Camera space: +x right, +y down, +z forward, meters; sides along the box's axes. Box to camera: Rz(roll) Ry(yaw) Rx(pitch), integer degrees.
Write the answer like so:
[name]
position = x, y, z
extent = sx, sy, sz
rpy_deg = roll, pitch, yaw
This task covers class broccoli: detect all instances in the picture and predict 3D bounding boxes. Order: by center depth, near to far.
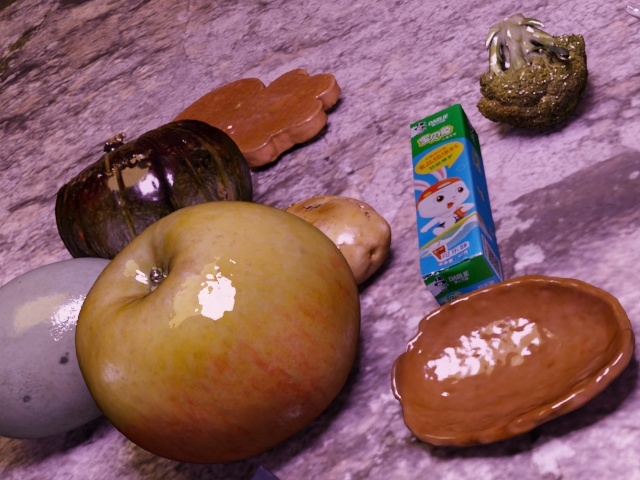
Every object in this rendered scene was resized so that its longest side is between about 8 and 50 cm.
[broccoli]
position = 0.217, -0.173, 1.106
extent = 0.130, 0.120, 0.131
rpy_deg = -28, -3, 38

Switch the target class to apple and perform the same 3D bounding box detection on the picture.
[apple]
position = -0.093, 0.081, 0.977
extent = 0.261, 0.194, 0.260
rpy_deg = -26, 38, 22

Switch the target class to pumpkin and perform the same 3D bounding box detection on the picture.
[pumpkin]
position = -0.192, -0.052, 1.235
extent = 0.238, 0.159, 0.238
rpy_deg = -21, 15, 6

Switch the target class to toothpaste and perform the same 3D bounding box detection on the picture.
[toothpaste]
position = 0.130, -0.040, 1.071
extent = 0.065, 0.050, 0.266
rpy_deg = -24, 33, 19

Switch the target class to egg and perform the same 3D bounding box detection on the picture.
[egg]
position = -0.272, 0.111, 1.117
extent = 0.237, 0.169, 0.169
rpy_deg = -27, 33, -2

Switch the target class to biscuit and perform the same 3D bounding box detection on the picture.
[biscuit]
position = -0.101, -0.151, 1.424
extent = 0.289, 0.044, 0.202
rpy_deg = -11, 40, 29

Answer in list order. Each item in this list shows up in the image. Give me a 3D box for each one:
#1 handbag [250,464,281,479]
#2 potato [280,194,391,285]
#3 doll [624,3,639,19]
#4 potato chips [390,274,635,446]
[handbag]
position = -0.088, 0.331, 0.722
extent = 0.326, 0.118, 0.269
rpy_deg = -42, 40, -14
[potato]
position = 0.000, 0.000, 1.109
extent = 0.170, 0.080, 0.107
rpy_deg = 17, 70, 49
[doll]
position = 0.363, -0.134, 0.887
extent = 0.384, 0.099, 0.188
rpy_deg = -105, 29, -48
[potato chips]
position = 0.154, 0.100, 0.869
extent = 0.202, 0.049, 0.150
rpy_deg = -22, 38, 15
